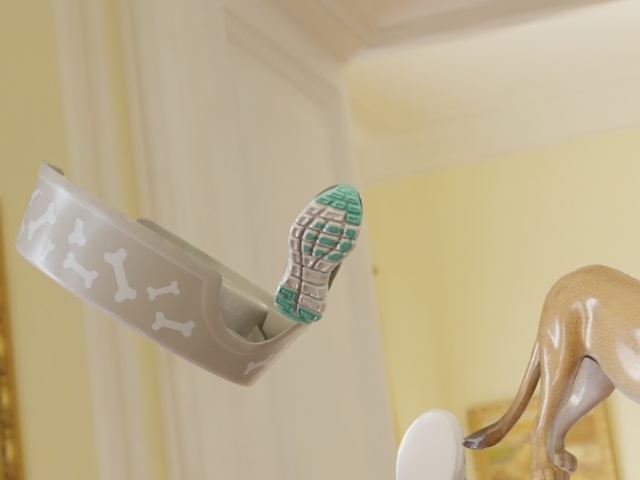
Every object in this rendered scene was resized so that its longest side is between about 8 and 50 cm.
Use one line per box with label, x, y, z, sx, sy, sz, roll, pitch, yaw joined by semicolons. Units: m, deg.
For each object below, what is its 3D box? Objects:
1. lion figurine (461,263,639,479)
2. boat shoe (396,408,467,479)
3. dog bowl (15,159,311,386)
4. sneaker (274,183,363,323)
lion figurine;0.265;0.084;1.309;0.142;0.240;0.392;5;0;-44
boat shoe;0.117;0.238;1.659;0.066;0.184;0.063;17;30;31
dog bowl;-0.181;0.043;1.867;0.349;0.102;0.349;32;0;0
sneaker;0.000;0.000;1.621;0.065;0.076;0.166;24;-50;-3
